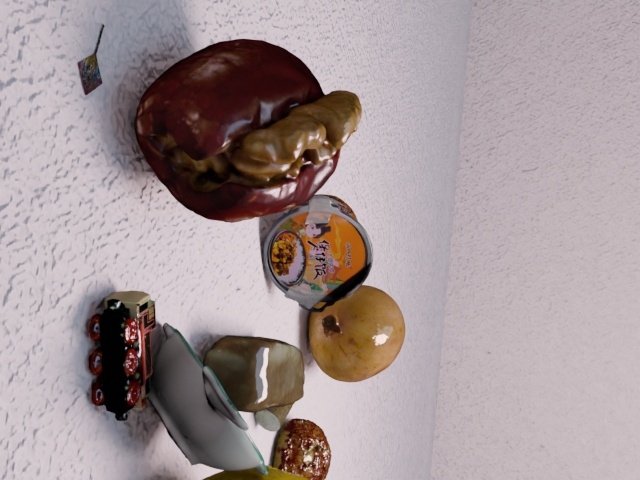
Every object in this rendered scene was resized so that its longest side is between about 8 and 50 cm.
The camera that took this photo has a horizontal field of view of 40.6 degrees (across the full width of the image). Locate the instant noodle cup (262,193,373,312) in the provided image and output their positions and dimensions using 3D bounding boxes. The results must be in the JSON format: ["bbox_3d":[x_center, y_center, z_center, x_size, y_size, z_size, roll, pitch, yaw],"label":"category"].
[{"bbox_3d":[0.000,0.000,1.438,0.125,0.177,0.208,-80,-171,-63],"label":"instant noodle cup"}]

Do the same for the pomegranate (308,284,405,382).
[{"bbox_3d":[0.066,0.176,1.635,0.191,0.191,0.191,4,90,-72],"label":"pomegranate"}]

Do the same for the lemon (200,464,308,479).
[{"bbox_3d":[-0.093,0.412,1.092,0.310,0.253,0.254,32,63,-53],"label":"lemon"}]

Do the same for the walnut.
[{"bbox_3d":[-0.075,-0.122,1.030,0.269,0.243,0.222,-46,138,-57],"label":"walnut"}]

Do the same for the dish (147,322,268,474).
[{"bbox_3d":[-0.150,0.206,1.033,0.224,0.078,0.246,56,-14,3],"label":"dish"}]

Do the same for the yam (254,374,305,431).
[{"bbox_3d":[-0.066,0.263,1.453,0.132,0.054,0.054,-58,147,-54],"label":"yam"}]

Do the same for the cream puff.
[{"bbox_3d":[-0.029,0.392,1.544,0.149,0.084,0.149,2,90,-71],"label":"cream puff"}]

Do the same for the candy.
[{"bbox_3d":[-0.092,0.193,1.267,0.234,0.102,0.104,25,67,-72],"label":"candy"}]

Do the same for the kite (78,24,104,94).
[{"bbox_3d":[-0.235,-0.186,0.910,0.044,0.002,0.078,73,28,-48],"label":"kite"}]

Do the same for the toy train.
[{"bbox_3d":[-0.216,0.127,0.961,0.087,0.050,0.138,-39,131,-70],"label":"toy train"}]
